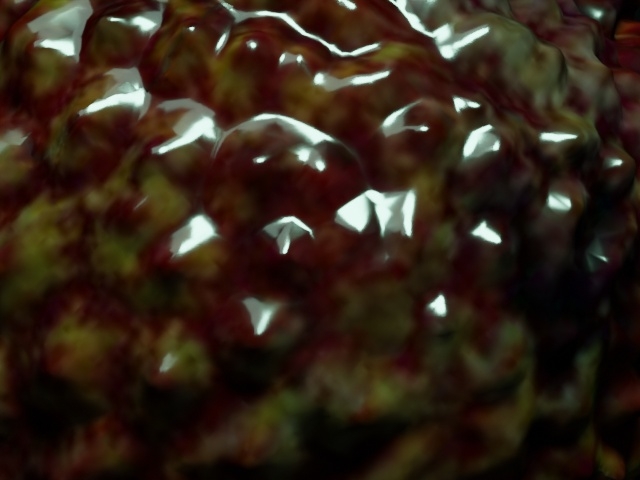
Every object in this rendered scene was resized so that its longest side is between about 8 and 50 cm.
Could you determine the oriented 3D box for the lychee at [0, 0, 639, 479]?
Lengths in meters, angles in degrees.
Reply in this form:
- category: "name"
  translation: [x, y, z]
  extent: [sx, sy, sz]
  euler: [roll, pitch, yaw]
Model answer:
- category: "lychee"
  translation: [0.000, 0.000, 0.905]
  extent: [0.500, 0.424, 0.424]
  euler: [-38, 19, 7]
